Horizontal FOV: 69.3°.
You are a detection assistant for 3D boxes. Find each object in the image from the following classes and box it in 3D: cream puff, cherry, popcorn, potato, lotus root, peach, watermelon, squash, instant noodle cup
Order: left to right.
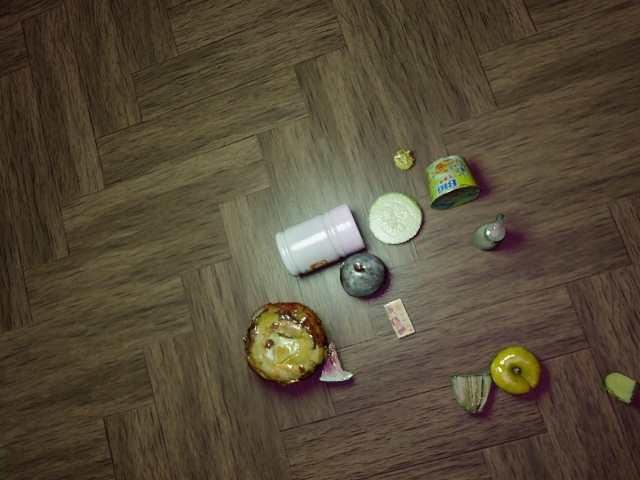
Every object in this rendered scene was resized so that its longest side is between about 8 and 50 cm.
[{"bbox_3d":[-0.134,0.388,1.812,0.351,0.229,0.350,1,98,10],"label":"cream puff"},{"bbox_3d":[0.034,0.500,1.842,0.121,0.098,0.158,-29,84,-10],"label":"watermelon"},{"bbox_3d":[0.166,0.132,1.816,0.195,0.195,0.195,-1,83,9],"label":"cherry"},{"bbox_3d":[0.302,-0.090,1.893,0.219,0.041,0.219,-1,82,9],"label":"squash"},{"bbox_3d":[0.346,-0.332,1.907,0.083,0.057,0.082,-2,84,6],"label":"popcorn"},{"bbox_3d":[0.511,-0.229,1.806,0.205,0.205,0.152,-13,71,8],"label":"instant noodle cup"},{"bbox_3d":[0.566,0.575,1.753,0.143,0.070,0.144,3,79,4],"label":"lotus root"},{"bbox_3d":[0.727,0.486,1.720,0.179,0.103,0.179,-1,85,7],"label":"peach"},{"bbox_3d":[1.074,0.528,1.677,0.103,0.066,0.096,37,66,21],"label":"potato"}]

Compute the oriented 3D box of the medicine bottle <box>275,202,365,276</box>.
[{"bbox_3d":[0.000,0.000,1.851,0.316,0.202,0.202,-22,80,7],"label":"medicine bottle"}]

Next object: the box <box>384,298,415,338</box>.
[{"bbox_3d":[0.315,0.314,1.851,0.073,0.020,0.149,-25,80,5],"label":"box"}]

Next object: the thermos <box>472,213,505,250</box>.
[{"bbox_3d":[0.651,-0.035,1.750,0.105,0.193,0.137,26,87,13],"label":"thermos"}]
